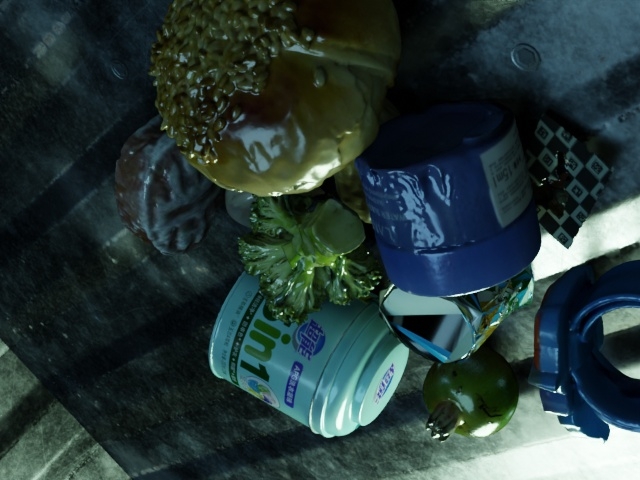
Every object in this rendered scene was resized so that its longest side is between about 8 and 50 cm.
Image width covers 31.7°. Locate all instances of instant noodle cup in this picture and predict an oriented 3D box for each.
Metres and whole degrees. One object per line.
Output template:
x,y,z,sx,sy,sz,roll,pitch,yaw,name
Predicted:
0.218,0.085,1.898,0.240,0.178,0.240,24,140,22,instant noodle cup

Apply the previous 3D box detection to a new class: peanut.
0.071,-0.149,1.832,0.159,0.143,0.291,-6,128,35,peanut

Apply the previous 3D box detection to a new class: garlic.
-0.116,-0.068,2.143,0.148,0.128,0.266,52,155,7,garlic

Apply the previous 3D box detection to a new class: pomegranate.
0.258,0.285,2.037,0.180,0.209,0.180,27,140,26,pomegranate

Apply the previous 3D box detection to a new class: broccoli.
0.006,0.022,1.891,0.252,0.221,0.361,69,165,-16,broccoli

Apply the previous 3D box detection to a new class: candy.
-0.288,-0.107,2.145,0.157,0.214,0.290,29,142,26,candy

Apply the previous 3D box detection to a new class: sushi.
0.365,-0.094,1.698,0.139,0.031,0.201,45,148,21,sushi

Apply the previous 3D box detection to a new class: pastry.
-0.077,-0.266,1.649,0.409,0.410,0.245,7,170,39,pastry

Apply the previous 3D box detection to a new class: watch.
0.479,0.195,1.727,0.274,0.241,0.305,0,115,30,watch

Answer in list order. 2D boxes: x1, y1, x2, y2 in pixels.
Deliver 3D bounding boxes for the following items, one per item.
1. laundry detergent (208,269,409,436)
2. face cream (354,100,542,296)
-0.007,0.200,2.135,0.305,0.287,0.287,27,141,21,laundry detergent
0.191,-0.071,1.695,0.249,0.249,0.225,4,121,40,face cream
